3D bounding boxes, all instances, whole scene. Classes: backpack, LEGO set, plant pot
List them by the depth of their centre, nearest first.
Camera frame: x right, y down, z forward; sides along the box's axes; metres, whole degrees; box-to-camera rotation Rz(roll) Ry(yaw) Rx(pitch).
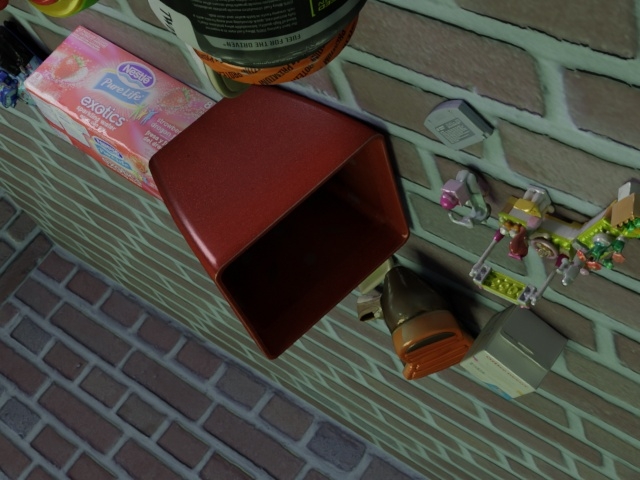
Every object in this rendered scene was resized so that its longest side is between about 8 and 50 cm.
[{"bbox_3d":[0.243,0.008,1.070,0.132,0.107,0.287,48,161,-30],"label":"LEGO set"},{"bbox_3d":[-0.072,-0.049,1.349,0.236,0.267,0.267,42,167,30],"label":"plant pot"},{"bbox_3d":[-0.557,-0.305,1.890,0.173,0.117,0.158,40,164,-17],"label":"backpack"}]

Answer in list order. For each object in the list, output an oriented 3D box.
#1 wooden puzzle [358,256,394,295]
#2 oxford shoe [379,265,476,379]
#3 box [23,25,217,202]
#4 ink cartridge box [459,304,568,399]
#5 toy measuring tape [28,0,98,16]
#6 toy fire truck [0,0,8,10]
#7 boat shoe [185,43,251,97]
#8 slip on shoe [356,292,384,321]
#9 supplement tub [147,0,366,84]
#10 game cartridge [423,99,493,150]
[{"bbox_3d":[0.000,0.000,1.666,0.239,0.044,0.221,38,164,0],"label":"wooden puzzle"},{"bbox_3d":[0.167,0.131,1.607,0.363,0.130,0.132,65,-178,-70],"label":"oxford shoe"},{"bbox_3d":[-0.297,-0.191,1.601,0.300,0.142,0.154,31,162,22],"label":"box"},{"bbox_3d":[0.275,0.157,1.432,0.092,0.090,0.143,37,162,2],"label":"ink cartridge box"},{"bbox_3d":[-0.280,-0.312,1.288,0.330,0.121,0.121,32,163,7],"label":"toy measuring tape"},{"bbox_3d":[-0.648,-0.473,1.608,0.302,0.169,0.253,24,134,38],"label":"toy fire truck"},{"bbox_3d":[-0.127,-0.285,1.076,0.103,0.113,0.302,31,152,26],"label":"boat shoe"},{"bbox_3d":[0.106,0.114,1.709,0.051,0.041,0.135,23,161,-33],"label":"slip on shoe"},{"bbox_3d":[-0.058,-0.276,0.765,0.207,0.207,0.338,33,162,18],"label":"supplement tub"},{"bbox_3d":[0.145,-0.124,1.084,0.056,0.017,0.083,38,164,-13],"label":"game cartridge"}]
